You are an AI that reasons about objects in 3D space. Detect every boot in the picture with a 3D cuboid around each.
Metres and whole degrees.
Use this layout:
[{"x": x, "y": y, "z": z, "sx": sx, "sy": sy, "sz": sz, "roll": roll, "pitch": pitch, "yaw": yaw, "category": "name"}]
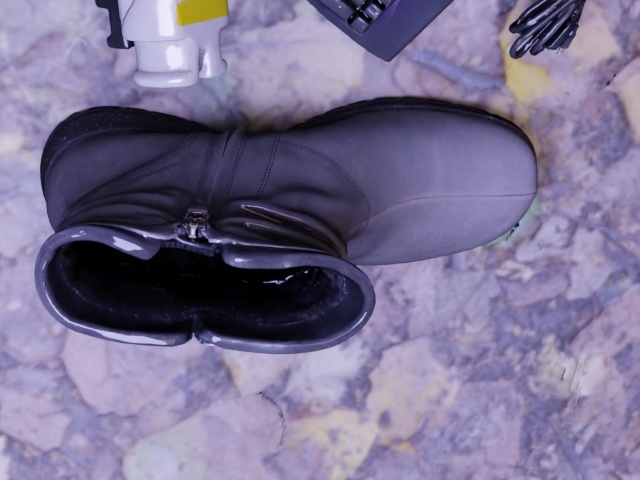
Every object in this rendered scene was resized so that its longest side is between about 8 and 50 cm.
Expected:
[{"x": 0.000, "y": 0.000, "z": 0.811, "sx": 0.338, "sy": 0.222, "sz": 0.118, "roll": -5, "pitch": 112, "yaw": -13, "category": "boot"}]

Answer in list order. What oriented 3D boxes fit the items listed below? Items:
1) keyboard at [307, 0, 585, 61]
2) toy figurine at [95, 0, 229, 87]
[{"x": 0.133, "y": -0.218, "z": 0.801, "sx": 0.201, "sy": 0.033, "sz": 0.317, "roll": 33, "pitch": 124, "yaw": -23, "category": "keyboard"}, {"x": -0.154, "y": -0.159, "z": 0.715, "sx": 0.213, "sy": 0.209, "sz": 0.148, "roll": -8, "pitch": 108, "yaw": -12, "category": "toy figurine"}]
